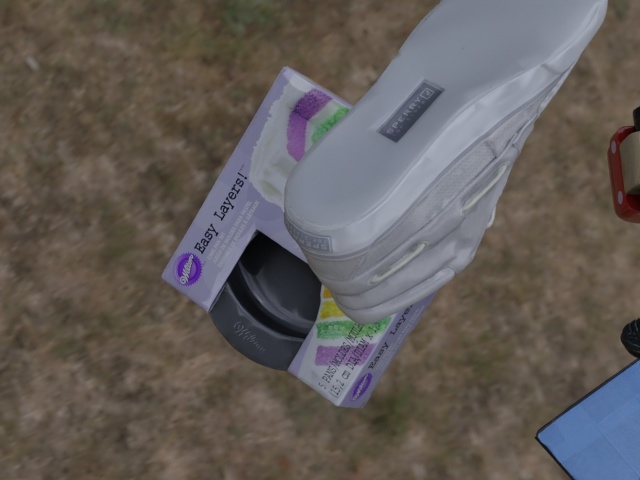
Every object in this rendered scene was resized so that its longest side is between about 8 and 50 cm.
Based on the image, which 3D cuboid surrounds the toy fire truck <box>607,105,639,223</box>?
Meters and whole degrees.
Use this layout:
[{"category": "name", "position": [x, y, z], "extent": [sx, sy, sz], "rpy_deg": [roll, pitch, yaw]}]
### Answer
[{"category": "toy fire truck", "position": [0.414, -0.083, 1.933], "extent": [0.217, 0.246, 0.158], "rpy_deg": [-2, 75, -11]}]

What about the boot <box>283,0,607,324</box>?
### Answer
[{"category": "boot", "position": [0.086, -0.062, 1.088], "extent": [0.258, 0.095, 0.123], "rpy_deg": [-42, 145, -12]}]

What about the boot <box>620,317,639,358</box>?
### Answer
[{"category": "boot", "position": [0.325, 0.112, 1.580], "extent": [0.121, 0.099, 0.045], "rpy_deg": [-10, 43, -16]}]

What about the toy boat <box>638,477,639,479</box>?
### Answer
[{"category": "toy boat", "position": [0.349, 0.314, 1.602], "extent": [0.268, 0.318, 0.148], "rpy_deg": [22, 99, -18]}]

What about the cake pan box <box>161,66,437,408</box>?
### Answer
[{"category": "cake pan box", "position": [0.000, 0.000, 1.704], "extent": [0.246, 0.266, 0.070], "rpy_deg": [36, 9, 26]}]

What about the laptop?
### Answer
[{"category": "laptop", "position": [0.546, 0.273, 2.029], "extent": [0.382, 0.408, 0.236], "rpy_deg": [47, 66, -33]}]
